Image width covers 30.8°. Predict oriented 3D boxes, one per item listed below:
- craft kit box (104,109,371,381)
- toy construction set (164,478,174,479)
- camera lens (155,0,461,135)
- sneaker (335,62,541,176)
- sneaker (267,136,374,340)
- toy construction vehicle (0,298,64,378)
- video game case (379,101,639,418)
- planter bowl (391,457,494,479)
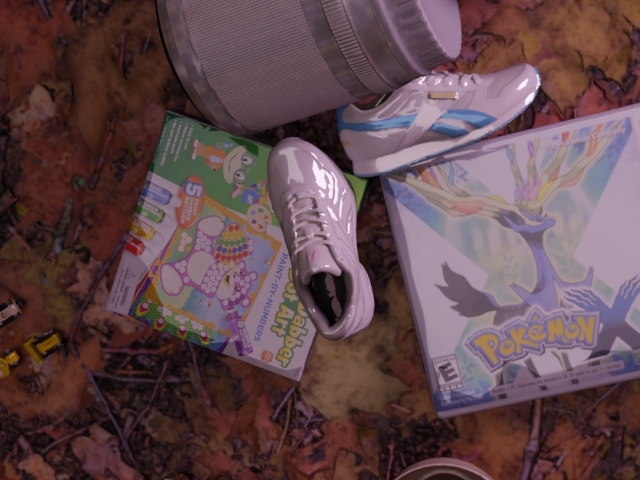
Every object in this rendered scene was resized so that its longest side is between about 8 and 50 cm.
[{"bbox_3d":[-0.096,0.005,1.343,0.246,0.061,0.250,18,98,3],"label":"craft kit box"},{"bbox_3d":[-0.194,0.430,1.336,0.237,0.257,0.309,10,77,19],"label":"toy construction set"},{"bbox_3d":[-0.016,-0.241,1.202,0.274,0.219,0.220,-15,94,21],"label":"camera lens"},{"bbox_3d":[0.128,-0.149,1.264,0.228,0.087,0.092,-22,107,3],"label":"sneaker"},{"bbox_3d":[0.000,0.000,1.243,0.090,0.115,0.232,-20,93,9],"label":"sneaker"},{"bbox_3d":[-0.368,0.115,1.405,0.098,0.035,0.086,-33,102,12],"label":"toy construction vehicle"},{"bbox_3d":[0.256,0.024,1.303,0.328,0.036,0.300,-13,94,9],"label":"video game case"},{"bbox_3d":[0.141,0.315,1.313,0.162,0.109,0.162,1,97,8],"label":"planter bowl"}]
